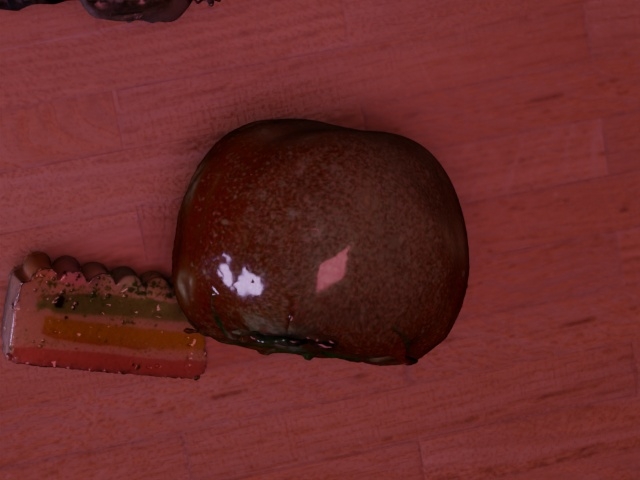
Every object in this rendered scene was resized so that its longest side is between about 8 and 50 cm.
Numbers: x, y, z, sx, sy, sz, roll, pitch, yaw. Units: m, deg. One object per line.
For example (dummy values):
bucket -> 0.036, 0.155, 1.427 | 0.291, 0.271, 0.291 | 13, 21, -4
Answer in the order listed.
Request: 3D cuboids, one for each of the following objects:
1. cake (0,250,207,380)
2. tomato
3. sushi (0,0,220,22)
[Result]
cake -> -0.225, 0.078, 1.844 | 0.225, 0.090, 0.109 | 7, 99, -27
tomato -> 0.000, 0.000, 1.750 | 0.304, 0.303, 0.239 | 9, 85, -8
sushi -> -0.258, -0.279, 1.723 | 0.332, 0.124, 0.130 | 0, 111, -6
